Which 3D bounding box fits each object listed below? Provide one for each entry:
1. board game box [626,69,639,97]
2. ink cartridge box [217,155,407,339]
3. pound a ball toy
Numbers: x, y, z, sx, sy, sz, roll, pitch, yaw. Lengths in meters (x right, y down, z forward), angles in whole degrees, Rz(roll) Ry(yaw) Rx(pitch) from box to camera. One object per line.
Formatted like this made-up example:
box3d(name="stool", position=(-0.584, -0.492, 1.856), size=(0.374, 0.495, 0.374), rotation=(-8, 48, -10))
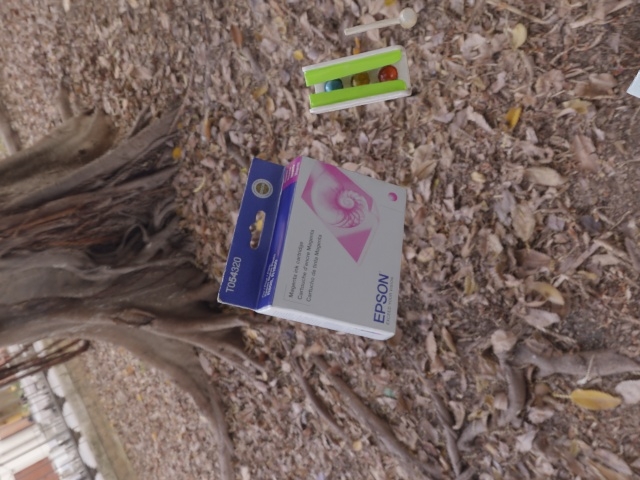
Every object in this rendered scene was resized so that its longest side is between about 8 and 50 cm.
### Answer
box3d(name="board game box", position=(0.926, -0.479, 1.234), size=(0.097, 0.303, 0.224), rotation=(45, 145, 34))
box3d(name="ink cartridge box", position=(0.000, 0.000, 0.972), size=(0.071, 0.330, 0.324), rotation=(131, 151, -61))
box3d(name="pound a ball toy", position=(0.118, -0.477, 1.353), size=(0.319, 0.136, 0.208), rotation=(-7, 102, 19))
